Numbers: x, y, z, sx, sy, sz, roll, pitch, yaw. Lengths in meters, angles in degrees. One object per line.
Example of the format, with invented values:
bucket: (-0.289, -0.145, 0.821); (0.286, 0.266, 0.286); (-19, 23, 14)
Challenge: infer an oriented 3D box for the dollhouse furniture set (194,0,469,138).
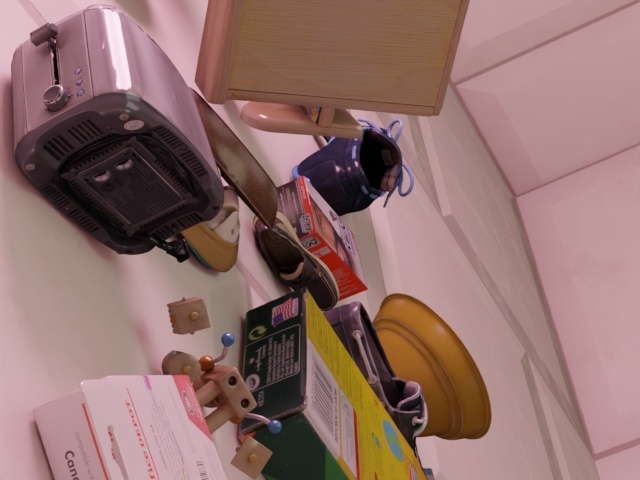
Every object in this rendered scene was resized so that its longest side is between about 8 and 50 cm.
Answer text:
dollhouse furniture set: (-0.036, -0.291, 1.562); (0.394, 0.256, 0.362); (-123, -138, -57)

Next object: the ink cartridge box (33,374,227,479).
ink cartridge box: (-0.140, 0.162, 1.021); (0.115, 0.067, 0.198); (69, 13, 11)

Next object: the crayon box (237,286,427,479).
crayon box: (0.024, 0.232, 1.478); (0.318, 0.081, 0.202); (58, 17, -29)

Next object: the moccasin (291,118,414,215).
moccasin: (0.070, -0.097, 2.022); (0.138, 0.117, 0.342); (67, 22, -11)

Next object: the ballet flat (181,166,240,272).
ballet flat: (-0.121, -0.039, 1.395); (0.232, 0.073, 0.080); (47, 26, -53)

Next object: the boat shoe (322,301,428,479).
boat shoe: (0.079, 0.208, 1.673); (0.301, 0.102, 0.108); (63, 15, -13)

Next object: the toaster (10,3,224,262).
toaster: (-0.170, -0.093, 1.195); (0.227, 0.129, 0.146); (46, 22, -51)

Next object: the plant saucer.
plant saucer: (-0.103, -0.096, 1.473); (0.198, 0.036, 0.198); (49, -2, 3)

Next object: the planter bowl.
planter bowl: (0.111, 0.182, 1.779); (0.217, 0.090, 0.217); (43, -29, 32)

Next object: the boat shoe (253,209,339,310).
boat shoe: (-0.032, 0.032, 1.660); (0.152, 0.056, 0.049); (50, 24, -21)

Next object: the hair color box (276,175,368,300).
hair color box: (0.000, 0.000, 1.818); (0.167, 0.053, 0.093); (46, 26, -52)

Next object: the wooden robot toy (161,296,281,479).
wooden robot toy: (-0.104, 0.133, 1.253); (0.173, 0.076, 0.079); (63, -21, -13)

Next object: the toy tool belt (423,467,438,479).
toy tool belt: (0.127, 0.306, 1.799); (0.083, 0.052, 0.051); (23, 54, -71)

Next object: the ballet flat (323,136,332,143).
ballet flat: (0.027, -0.126, 2.164); (0.057, 0.049, 0.173); (-142, -151, -71)
